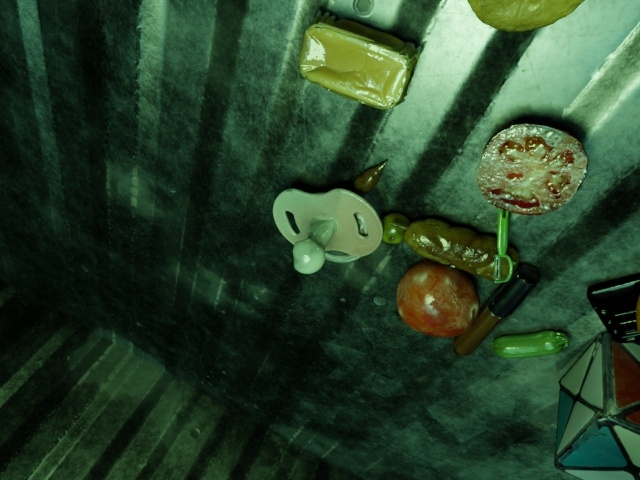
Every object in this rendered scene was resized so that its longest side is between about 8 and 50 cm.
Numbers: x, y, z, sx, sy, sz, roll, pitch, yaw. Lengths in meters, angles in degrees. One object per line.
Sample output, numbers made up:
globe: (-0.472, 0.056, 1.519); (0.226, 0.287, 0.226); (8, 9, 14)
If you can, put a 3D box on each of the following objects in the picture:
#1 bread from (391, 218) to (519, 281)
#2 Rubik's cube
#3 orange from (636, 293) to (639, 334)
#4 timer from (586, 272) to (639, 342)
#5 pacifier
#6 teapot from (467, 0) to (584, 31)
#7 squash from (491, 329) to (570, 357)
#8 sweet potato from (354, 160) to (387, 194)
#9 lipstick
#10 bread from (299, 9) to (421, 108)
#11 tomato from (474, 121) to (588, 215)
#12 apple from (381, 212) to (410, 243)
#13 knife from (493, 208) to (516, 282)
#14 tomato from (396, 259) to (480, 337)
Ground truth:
bread: (0.343, 0.019, 1.189); (0.344, 0.084, 0.124); (19, 119, 0)
Rubik's cube: (0.826, 0.482, 1.220); (0.307, 0.305, 0.310); (19, 135, 13)
orange: (0.819, 0.168, 0.983); (0.171, 0.240, 0.240); (14, 152, -43)
timer: (0.779, 0.172, 1.153); (0.144, 0.055, 0.187); (-26, 109, 38)
pacifier: (0.007, -0.032, 1.266); (0.332, 0.273, 0.220); (3, 96, 27)
teapot: (0.351, -0.466, 0.743); (0.311, 0.167, 0.203); (-3, 161, 31)
squash: (0.611, 0.306, 1.345); (0.219, 0.068, 0.077); (-21, 112, 38)
sweet potato: (0.135, -0.168, 1.198); (0.049, 0.049, 0.117); (40, 129, -9)
lipstick: (0.491, 0.220, 1.329); (0.077, 0.077, 0.418); (25, 136, 6)
bread: (0.082, -0.384, 0.986); (0.241, 0.107, 0.136); (22, 133, 9)
tomato: (0.455, -0.166, 0.999); (0.225, 0.085, 0.225); (14, 130, 18)
apple: (0.204, -0.032, 1.259); (0.089, 0.074, 0.089); (4, 146, 3)
knife: (0.455, 0.000, 1.126); (0.054, 0.015, 0.212); (-2, 97, 0)
tomato: (0.321, 0.173, 1.297); (0.232, 0.188, 0.232); (16, 133, 18)
